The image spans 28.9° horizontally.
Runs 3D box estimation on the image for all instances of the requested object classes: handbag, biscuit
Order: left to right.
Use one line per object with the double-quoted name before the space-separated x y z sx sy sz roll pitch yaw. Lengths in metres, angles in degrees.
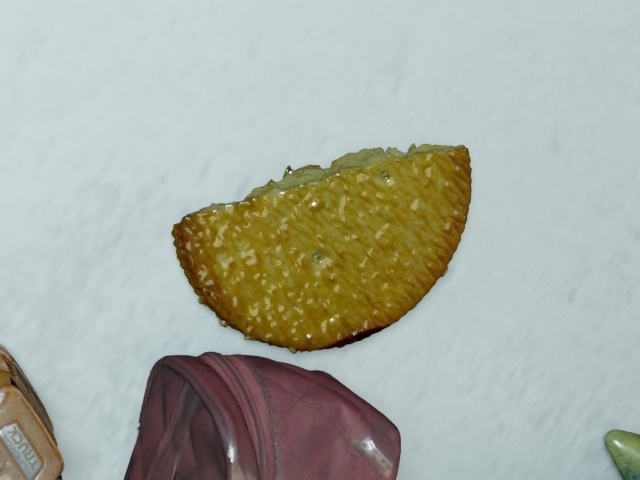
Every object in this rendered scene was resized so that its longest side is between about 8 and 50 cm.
"handbag" -0.053 0.183 0.753 0.135 0.146 0.225 8 104 -31
"biscuit" 0.008 0.009 0.798 0.206 0.025 0.126 -15 111 -20

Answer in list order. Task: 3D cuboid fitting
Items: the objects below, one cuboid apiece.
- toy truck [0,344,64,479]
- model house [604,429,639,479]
"toy truck" -0.236 0.141 0.681 0.192 0.092 0.083 -32 116 -15
"model house" 0.220 0.272 0.919 0.325 0.194 0.267 38 90 -16
